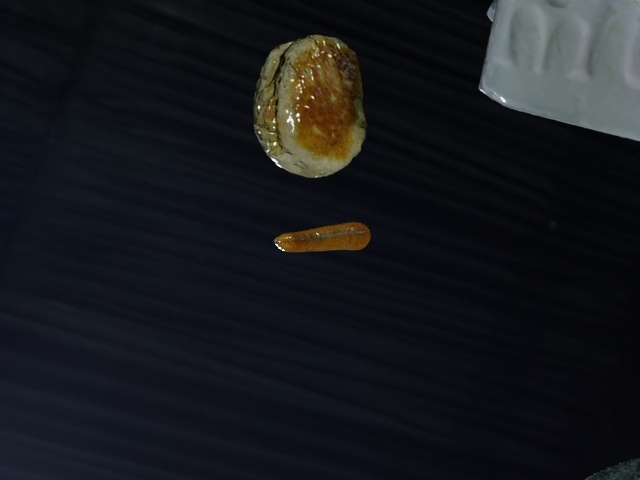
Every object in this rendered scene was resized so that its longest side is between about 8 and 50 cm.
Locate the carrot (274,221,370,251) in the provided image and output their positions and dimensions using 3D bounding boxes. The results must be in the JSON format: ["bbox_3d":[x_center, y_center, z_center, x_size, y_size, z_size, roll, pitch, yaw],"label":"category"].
[{"bbox_3d":[0.000,0.000,1.504,0.037,0.190,0.037,5,-83,38],"label":"carrot"}]

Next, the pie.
[{"bbox_3d":[-0.005,-0.178,1.534,0.079,0.163,0.194,-12,-113,53],"label":"pie"}]

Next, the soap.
[{"bbox_3d":[0.311,-0.235,1.136,0.159,0.302,0.258,-65,166,-46],"label":"soap"}]

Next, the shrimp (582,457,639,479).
[{"bbox_3d":[0.339,0.277,1.204,0.172,0.372,0.137,-146,-136,-76],"label":"shrimp"}]
